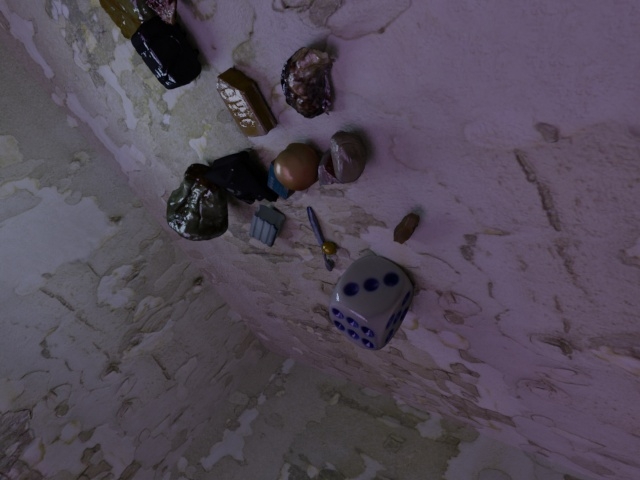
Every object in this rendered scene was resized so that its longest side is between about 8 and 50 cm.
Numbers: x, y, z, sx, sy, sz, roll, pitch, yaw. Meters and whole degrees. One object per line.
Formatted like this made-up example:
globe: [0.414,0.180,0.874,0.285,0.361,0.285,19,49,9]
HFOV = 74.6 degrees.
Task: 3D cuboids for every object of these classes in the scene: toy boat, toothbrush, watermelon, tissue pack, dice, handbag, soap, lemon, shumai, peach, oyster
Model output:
toy boat: [0.310,-0.049,1.536,0.064,0.072,0.206,23,161,1]
toothbrush: [0.000,0.000,2.023,0.035,0.042,0.414,9,137,31]
watermelon: [0.059,-0.239,1.563,0.158,0.098,0.121,34,151,6]
tissue pack: [-0.157,-0.268,1.791,0.120,0.082,0.169,38,152,8]
dice: [0.224,0.274,1.845,0.276,0.304,0.304,28,149,22]
handbag: [-0.367,-0.271,2.000,0.288,0.152,0.342,40,157,-33]
soap: [-0.281,-0.074,2.184,0.150,0.094,0.261,30,153,-2]
handbag: [-0.573,-0.712,1.593,0.181,0.181,0.255,15,143,51]
lemon: [0.041,0.037,1.995,0.083,0.062,0.062,27,149,12]
shumai: [-0.629,-0.224,2.201,0.324,0.323,0.398,116,145,-43]
soap: [-0.291,-0.525,1.603,0.160,0.080,0.258,6,136,46]
peach: [-0.085,-0.276,1.600,0.184,0.184,0.184,30,150,20]
oyster: [-0.053,-0.493,1.343,0.275,0.101,0.271,14,157,33]

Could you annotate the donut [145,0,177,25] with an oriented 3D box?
donut: [-0.573,-0.886,1.404,0.295,0.151,0.112,38,140,-20]

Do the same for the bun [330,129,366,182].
bun: [0.099,-0.285,1.421,0.173,0.113,0.167,94,164,-68]

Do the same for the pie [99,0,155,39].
pie: [-0.765,-0.913,1.659,0.306,0.071,0.306,32,154,18]
